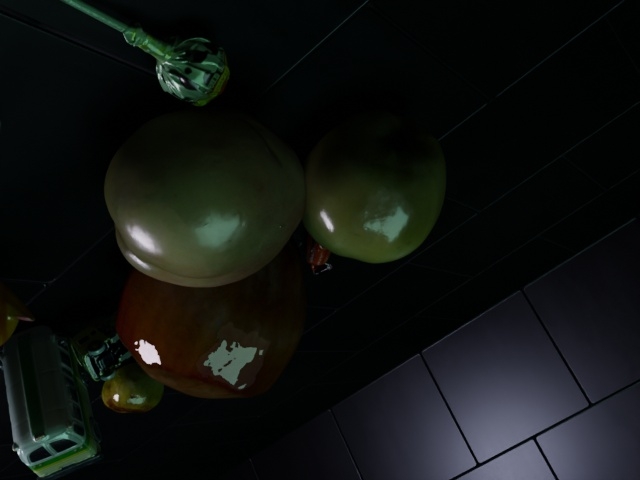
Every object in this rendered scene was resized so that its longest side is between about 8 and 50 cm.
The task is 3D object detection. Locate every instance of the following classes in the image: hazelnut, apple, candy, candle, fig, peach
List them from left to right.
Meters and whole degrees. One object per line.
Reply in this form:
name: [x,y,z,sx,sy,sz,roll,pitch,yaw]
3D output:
candy: [-0.228,-0.241,0.892,0.091,0.083,0.305,-21,155,34]
fig: [-0.456,0.364,1.852,0.153,0.121,0.136,-20,161,-17]
peach: [-0.162,-0.057,1.099,0.292,0.247,0.292,-4,142,-3]
hazelnut: [-0.180,0.117,1.397,0.366,0.366,0.366,-22,157,-10]
candle: [0.000,0.000,1.642,0.084,0.059,0.302,-7,151,-13]
apple: [0.093,-0.089,1.309,0.262,0.262,0.262,-22,157,-10]

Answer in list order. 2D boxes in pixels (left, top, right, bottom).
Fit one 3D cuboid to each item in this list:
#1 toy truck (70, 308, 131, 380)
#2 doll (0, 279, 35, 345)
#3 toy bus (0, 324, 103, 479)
toy truck: [-0.409,0.183,1.519,0.191,0.116,0.085,-39,135,-30]
doll: [-0.597,0.145,1.197,0.269,0.162,0.166,-44,138,14]
toy bus: [-0.523,0.299,1.455,0.133,0.276,0.165,-22,145,-7]
